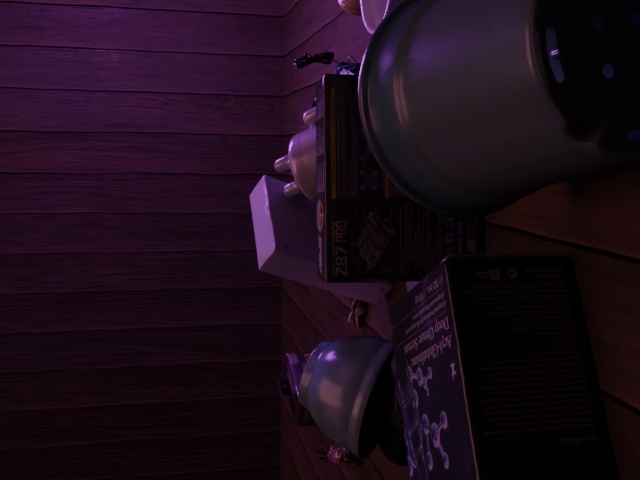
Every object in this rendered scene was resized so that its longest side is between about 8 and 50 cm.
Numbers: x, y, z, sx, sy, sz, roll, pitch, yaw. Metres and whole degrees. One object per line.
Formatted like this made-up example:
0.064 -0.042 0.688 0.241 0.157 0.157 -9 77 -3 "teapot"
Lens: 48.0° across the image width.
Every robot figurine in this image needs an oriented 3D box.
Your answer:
0.058 -0.220 1.875 0.300 0.353 0.200 67 -155 -6 "robot figurine"

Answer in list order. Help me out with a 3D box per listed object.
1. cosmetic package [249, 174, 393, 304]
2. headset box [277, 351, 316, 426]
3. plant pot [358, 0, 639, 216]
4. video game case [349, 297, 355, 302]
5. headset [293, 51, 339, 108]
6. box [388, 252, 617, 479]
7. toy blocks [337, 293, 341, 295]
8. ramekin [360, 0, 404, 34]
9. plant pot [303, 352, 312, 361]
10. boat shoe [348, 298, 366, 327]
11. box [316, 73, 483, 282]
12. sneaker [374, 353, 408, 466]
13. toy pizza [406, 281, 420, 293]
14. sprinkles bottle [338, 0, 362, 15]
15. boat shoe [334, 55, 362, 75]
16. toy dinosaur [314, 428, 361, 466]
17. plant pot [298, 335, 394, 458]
0.000 0.000 1.971 0.097 0.377 0.284 -52 34 32 "cosmetic package"
0.026 0.421 2.070 0.218 0.293 0.110 -114 26 -63 "headset box"
0.267 -0.208 0.906 0.334 0.341 0.341 176 93 -70 "plant pot"
0.080 0.046 2.251 0.232 0.042 0.210 78 -179 -49 "video game case"
0.025 -0.402 2.286 0.243 0.185 0.394 -113 14 -59 "headset"
0.267 0.252 1.135 0.293 0.212 0.395 119 147 -66 "box"
0.052 0.098 2.389 0.123 0.054 0.148 37 -143 -49 "toy blocks"
0.188 -0.608 1.633 0.277 0.135 0.277 179 90 -79 "ramekin"
0.071 0.325 1.987 0.236 0.236 0.032 135 133 -73 "plant pot"
0.120 0.214 2.222 0.043 0.049 0.137 32 133 23 "boat shoe"
0.153 -0.116 1.394 0.097 0.318 0.395 -177 86 -77 "box"
0.206 0.398 1.638 0.139 0.125 0.341 -121 30 -58 "sneaker"
0.244 0.083 1.657 0.201 0.032 0.201 179 90 -77 "toy pizza"
0.137 -0.759 1.900 0.355 0.121 0.121 112 155 -62 "sprinkles bottle"
0.127 -0.470 2.068 0.258 0.109 0.089 50 134 46 "boat shoe"
0.041 0.589 2.257 0.200 0.127 0.295 -36 74 54 "toy dinosaur"
0.068 0.359 1.773 0.293 0.196 0.293 -50 -31 -45 "plant pot"
